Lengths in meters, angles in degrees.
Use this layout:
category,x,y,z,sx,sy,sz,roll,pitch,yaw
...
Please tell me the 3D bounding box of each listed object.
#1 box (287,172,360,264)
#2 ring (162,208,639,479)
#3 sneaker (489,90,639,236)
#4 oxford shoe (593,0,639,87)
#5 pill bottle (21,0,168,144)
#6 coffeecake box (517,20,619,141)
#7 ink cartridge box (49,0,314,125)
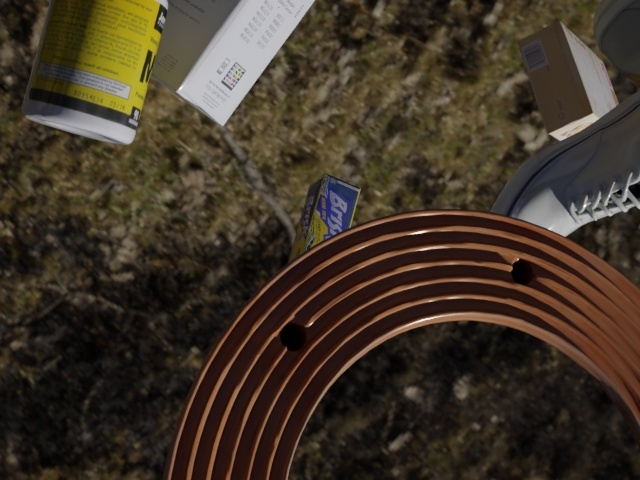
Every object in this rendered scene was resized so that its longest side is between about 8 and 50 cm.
category,x,y,z,sx,sy,sz,roll,pitch,yaw
box,0.000,0.000,1.445,0.059,0.054,0.168,22,66,-17
ring,0.079,0.149,0.556,0.337,0.336,0.032,-26,177,-26
sneaker,0.277,-0.060,1.080,0.258,0.091,0.094,-40,124,-7
oxford shoe,0.449,-0.256,0.951,0.169,0.130,0.449,9,148,-45
pill bottle,-0.225,-0.213,1.121,0.119,0.119,0.208,15,89,-46
coffeecake box,0.354,-0.202,1.503,0.068,0.142,0.185,-24,160,27
ink cartridge box,-0.171,-0.341,1.328,0.272,0.309,0.130,-53,156,2
